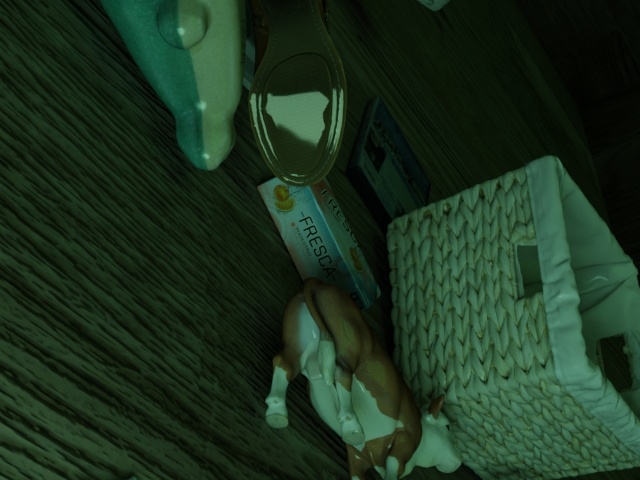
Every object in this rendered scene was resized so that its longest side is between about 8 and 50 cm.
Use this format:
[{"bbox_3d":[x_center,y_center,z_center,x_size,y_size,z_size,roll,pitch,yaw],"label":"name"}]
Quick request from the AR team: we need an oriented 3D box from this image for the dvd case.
[{"bbox_3d":[0.110,-0.094,1.538,0.180,0.022,0.253,57,25,-22],"label":"dvd case"}]

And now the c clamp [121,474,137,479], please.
[{"bbox_3d":[-0.145,0.245,0.689,0.137,0.022,0.161,11,58,-62],"label":"c clamp"}]

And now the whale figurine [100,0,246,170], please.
[{"bbox_3d":[-0.146,-0.206,1.001,0.216,0.141,0.272,-89,175,-77],"label":"whale figurine"}]

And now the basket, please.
[{"bbox_3d":[0.275,0.125,1.357,0.331,0.266,0.328,43,37,-43],"label":"basket"}]

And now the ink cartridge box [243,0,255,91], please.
[{"bbox_3d":[-0.118,-0.315,1.224,0.181,0.056,0.225,40,36,-46],"label":"ink cartridge box"}]

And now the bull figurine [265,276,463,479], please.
[{"bbox_3d":[0.048,0.182,1.057,0.310,0.101,0.188,53,29,-29],"label":"bull figurine"}]

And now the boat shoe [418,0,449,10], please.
[{"bbox_3d":[0.066,-0.492,1.683,0.367,0.156,0.136,25,44,-15],"label":"boat shoe"}]

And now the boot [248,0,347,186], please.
[{"bbox_3d":[-0.032,-0.210,1.152,0.220,0.109,0.284,-75,151,-81],"label":"boot"}]

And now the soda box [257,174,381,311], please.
[{"bbox_3d":[0.000,0.000,1.167,0.183,0.063,0.058,64,24,-6],"label":"soda box"}]
